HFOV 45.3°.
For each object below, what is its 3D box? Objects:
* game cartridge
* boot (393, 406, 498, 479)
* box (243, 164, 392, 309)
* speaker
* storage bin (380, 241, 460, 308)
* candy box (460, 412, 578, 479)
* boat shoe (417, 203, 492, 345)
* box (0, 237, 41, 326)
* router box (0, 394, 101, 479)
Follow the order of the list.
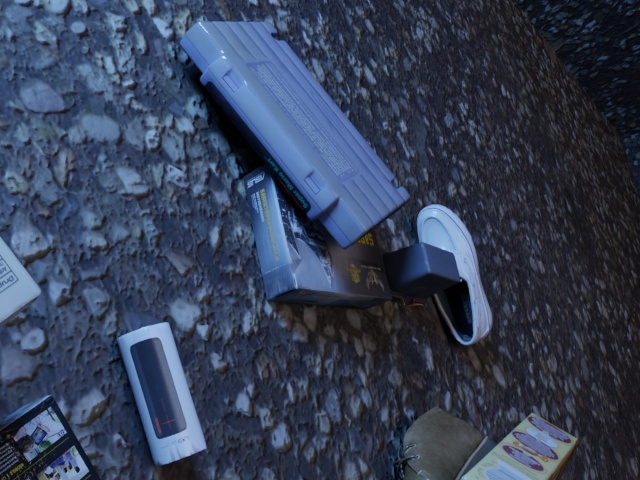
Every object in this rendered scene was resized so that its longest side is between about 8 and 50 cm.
[{"bbox_3d":[-0.029,-0.159,1.087,0.355,0.068,0.230,52,31,3],"label":"game cartridge"},{"bbox_3d":[0.135,0.335,1.062,0.115,0.112,0.305,40,33,16],"label":"boot"},{"bbox_3d":[0.000,0.000,1.098,0.231,0.056,0.183,12,59,-51],"label":"box"},{"bbox_3d":[-0.159,0.155,0.772,0.055,0.055,0.136,-6,74,-56],"label":"speaker"},{"bbox_3d":[0.165,0.056,1.263,0.135,0.091,0.098,16,57,-49],"label":"storage bin"},{"bbox_3d":[0.254,0.376,1.077,0.087,0.183,0.316,29,18,26],"label":"candy box"},{"bbox_3d":[0.234,0.060,1.355,0.084,0.095,0.258,-19,84,-61],"label":"boat shoe"},{"bbox_3d":[-0.345,0.000,0.543,0.232,0.127,0.148,58,33,-12],"label":"box"},{"bbox_3d":[-0.254,0.225,0.600,0.133,0.046,0.179,62,33,-6],"label":"router box"}]
